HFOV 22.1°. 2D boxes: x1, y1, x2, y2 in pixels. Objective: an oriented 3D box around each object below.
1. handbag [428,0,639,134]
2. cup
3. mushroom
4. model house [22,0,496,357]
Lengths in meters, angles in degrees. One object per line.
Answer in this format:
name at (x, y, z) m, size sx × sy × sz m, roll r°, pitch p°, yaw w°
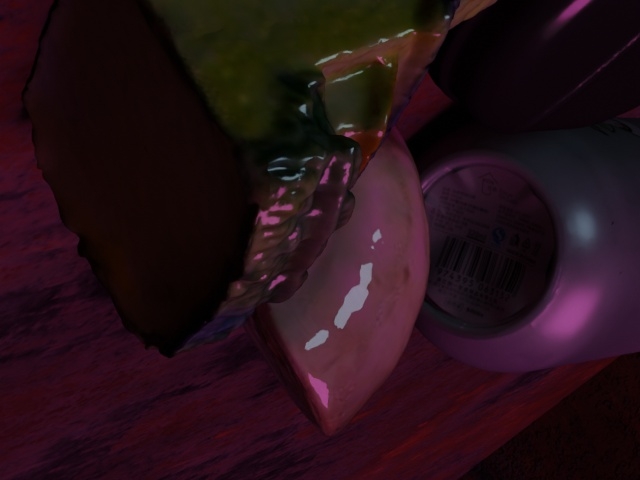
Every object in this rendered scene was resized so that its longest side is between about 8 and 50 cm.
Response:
handbag at (0.194, -0.166, 1.021) m, size 0.254 × 0.093 × 0.308 m, roll -41°, pitch 162°, yaw 31°
cup at (0.196, -0.001, 1.315) m, size 0.205 × 0.205 × 0.312 m, roll -40°, pitch 162°, yaw 25°
mushroom at (0.022, 0.017, 1.096) m, size 0.162 × 0.173 × 0.236 m, roll -33°, pitch 164°, yaw -8°
model house at (-0.009, -0.065, 0.796) m, size 0.211 × 0.170 × 0.194 m, roll -23°, pitch 160°, yaw -32°
